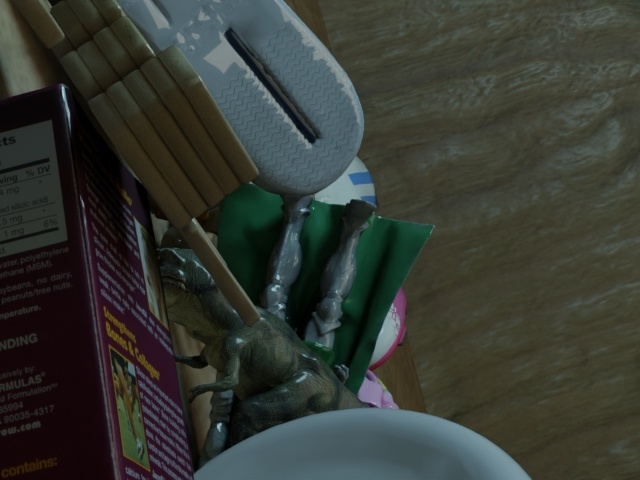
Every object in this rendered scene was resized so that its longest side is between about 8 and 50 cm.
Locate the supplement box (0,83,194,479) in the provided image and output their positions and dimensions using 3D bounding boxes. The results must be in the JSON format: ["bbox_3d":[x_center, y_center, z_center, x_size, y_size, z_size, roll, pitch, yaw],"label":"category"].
[{"bbox_3d":[-0.101,0.054,0.571,0.104,0.080,0.188,61,16,-67],"label":"supplement box"}]

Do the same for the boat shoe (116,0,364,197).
[{"bbox_3d":[-0.107,-0.156,0.892,0.119,0.121,0.335,10,-42,56],"label":"boat shoe"}]

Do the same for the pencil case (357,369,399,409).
[{"bbox_3d":[0.032,0.234,1.158,0.124,0.124,0.284,-90,163,-67],"label":"pencil case"}]

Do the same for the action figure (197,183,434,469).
[{"bbox_3d":[-0.022,0.084,0.961,0.063,0.137,0.232,51,51,-77],"label":"action figure"}]

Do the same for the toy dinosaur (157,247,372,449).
[{"bbox_3d":[-0.023,0.109,0.885,0.268,0.118,0.064,37,-12,-23],"label":"toy dinosaur"}]

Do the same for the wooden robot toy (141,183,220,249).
[{"bbox_3d":[-0.077,-0.003,1.054,0.173,0.079,0.076,25,81,-52],"label":"wooden robot toy"}]

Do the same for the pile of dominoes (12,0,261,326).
[{"bbox_3d":[-0.099,-0.097,0.648,0.251,0.040,0.196,54,-3,42],"label":"pile of dominoes"}]

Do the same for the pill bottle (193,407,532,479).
[{"bbox_3d":[0.047,0.275,0.783,0.210,0.210,0.363,-96,169,-52],"label":"pill bottle"}]

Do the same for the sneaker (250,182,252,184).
[{"bbox_3d":[-0.072,-0.026,1.157,0.070,0.051,0.134,66,8,-46],"label":"sneaker"}]

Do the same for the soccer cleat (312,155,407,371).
[{"bbox_3d":[0.000,0.000,1.549,0.143,0.116,0.331,52,16,-31],"label":"soccer cleat"}]
